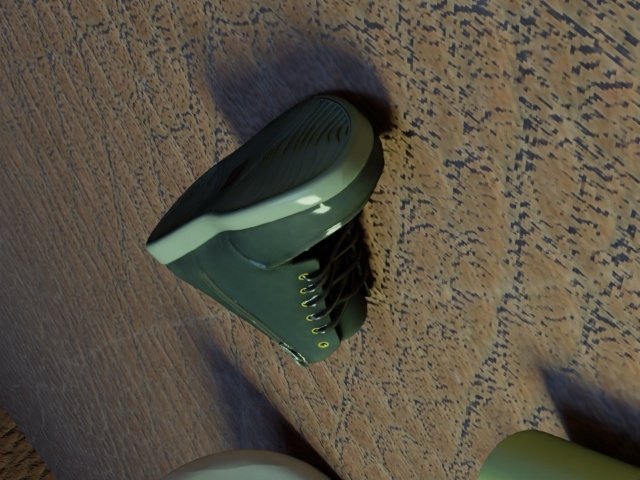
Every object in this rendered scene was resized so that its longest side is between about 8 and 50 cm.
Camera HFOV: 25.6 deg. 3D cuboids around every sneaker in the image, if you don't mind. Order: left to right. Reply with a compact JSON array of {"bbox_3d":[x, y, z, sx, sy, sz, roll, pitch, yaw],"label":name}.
[{"bbox_3d":[0.000,0.000,0.742,0.118,0.083,0.222,40,158,-14],"label":"sneaker"}]

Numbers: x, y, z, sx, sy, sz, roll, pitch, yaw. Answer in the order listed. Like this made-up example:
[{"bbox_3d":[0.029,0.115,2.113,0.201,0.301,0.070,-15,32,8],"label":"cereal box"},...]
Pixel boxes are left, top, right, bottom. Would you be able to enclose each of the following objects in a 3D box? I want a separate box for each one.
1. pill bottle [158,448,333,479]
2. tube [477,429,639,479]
[{"bbox_3d":[-0.048,0.352,1.211,0.210,0.210,0.363,44,158,32],"label":"pill bottle"},{"bbox_3d":[0.163,0.138,0.586,0.070,0.062,0.240,15,180,-34],"label":"tube"}]
